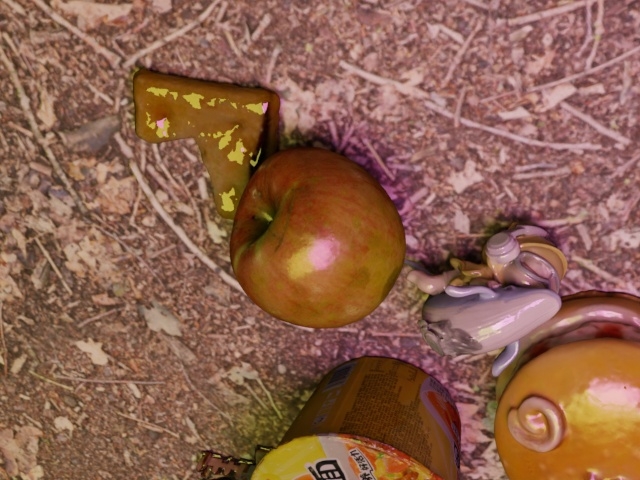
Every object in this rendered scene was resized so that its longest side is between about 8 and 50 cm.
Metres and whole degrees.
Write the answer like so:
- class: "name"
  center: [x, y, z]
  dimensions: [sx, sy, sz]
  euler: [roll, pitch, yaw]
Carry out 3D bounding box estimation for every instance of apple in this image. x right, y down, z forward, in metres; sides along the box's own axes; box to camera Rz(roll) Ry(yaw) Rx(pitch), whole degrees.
- class: "apple"
  center: [0.000, 0.000, 1.044]
  dimensions: [0.195, 0.196, 0.196]
  euler: [6, 119, 12]

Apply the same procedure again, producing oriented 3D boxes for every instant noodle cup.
- class: "instant noodle cup"
  center: [0.060, 0.284, 1.175]
  dimensions: [0.264, 0.200, 0.265]
  euler: [7, 119, 12]

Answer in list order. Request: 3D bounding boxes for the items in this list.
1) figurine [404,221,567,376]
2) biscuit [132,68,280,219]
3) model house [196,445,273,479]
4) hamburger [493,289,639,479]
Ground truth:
- class: "figurine"
  center: [0.183, 0.058, 1.064]
  dimensions: [0.208, 0.184, 0.128]
  euler: [10, 137, 54]
- class: "biscuit"
  center: [-0.137, -0.111, 1.109]
  dimensions: [0.183, 0.039, 0.174]
  euler: [14, 123, 7]
- class: "model house"
  center: [-0.077, 0.409, 1.276]
  dimensions: [0.270, 0.206, 0.178]
  euler: [10, 120, 10]
- class: "hamburger"
  center: [0.318, 0.228, 1.087]
  dimensions: [0.260, 0.186, 0.303]
  euler: [23, 124, 3]
